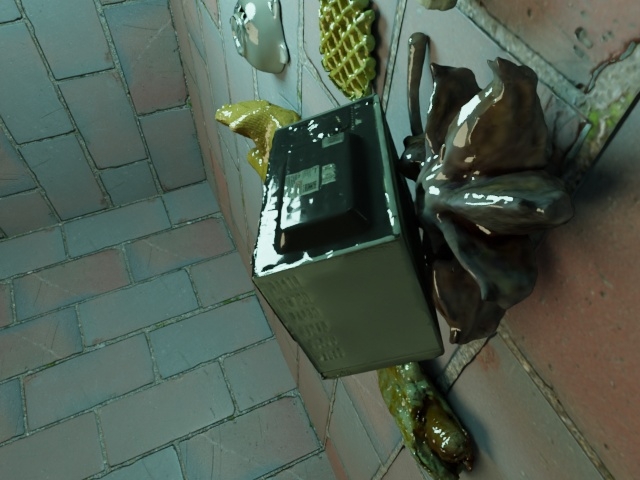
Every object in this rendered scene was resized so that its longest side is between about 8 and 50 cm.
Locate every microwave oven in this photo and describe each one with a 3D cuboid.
[{"bbox_3d":[0.031,-0.010,0.641,0.295,0.181,0.238,-89,-23,-47],"label":"microwave oven"}]

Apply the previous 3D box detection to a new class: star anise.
[{"bbox_3d":[0.166,-0.069,0.514,0.316,0.139,0.360,-154,60,-74],"label":"star anise"}]

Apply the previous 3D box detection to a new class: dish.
[{"bbox_3d":[-0.161,-0.502,1.153,0.236,0.086,0.228,-133,28,-53],"label":"dish"}]

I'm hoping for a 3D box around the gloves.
[{"bbox_3d":[-0.108,-0.228,1.163,0.356,0.155,0.203,43,159,28],"label":"gloves"}]

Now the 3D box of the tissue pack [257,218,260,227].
[{"bbox_3d":[0.000,0.000,0.935,0.183,0.226,0.092,93,155,-52],"label":"tissue pack"}]

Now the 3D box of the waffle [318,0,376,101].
[{"bbox_3d":[0.042,-0.317,0.787,0.169,0.036,0.184,57,161,34],"label":"waffle"}]

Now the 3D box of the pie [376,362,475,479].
[{"bbox_3d":[0.185,0.335,0.936,0.257,0.105,0.274,77,166,-51],"label":"pie"}]

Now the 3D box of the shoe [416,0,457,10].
[{"bbox_3d":[0.031,-0.369,0.509,0.124,0.159,0.317,61,-169,-78],"label":"shoe"}]
